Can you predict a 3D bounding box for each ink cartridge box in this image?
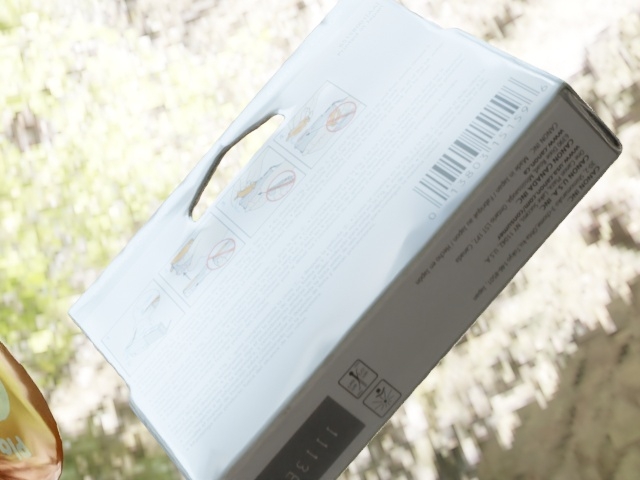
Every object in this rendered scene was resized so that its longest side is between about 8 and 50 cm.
[{"bbox_3d":[0.000,0.000,0.988,0.275,0.239,0.060,-49,-59,-1],"label":"ink cartridge box"}]

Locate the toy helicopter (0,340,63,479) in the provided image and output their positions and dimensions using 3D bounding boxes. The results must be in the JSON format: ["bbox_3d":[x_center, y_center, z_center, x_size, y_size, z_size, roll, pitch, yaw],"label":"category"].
[{"bbox_3d":[-0.198,0.085,0.411,0.140,0.235,0.355,-40,-45,14],"label":"toy helicopter"}]
